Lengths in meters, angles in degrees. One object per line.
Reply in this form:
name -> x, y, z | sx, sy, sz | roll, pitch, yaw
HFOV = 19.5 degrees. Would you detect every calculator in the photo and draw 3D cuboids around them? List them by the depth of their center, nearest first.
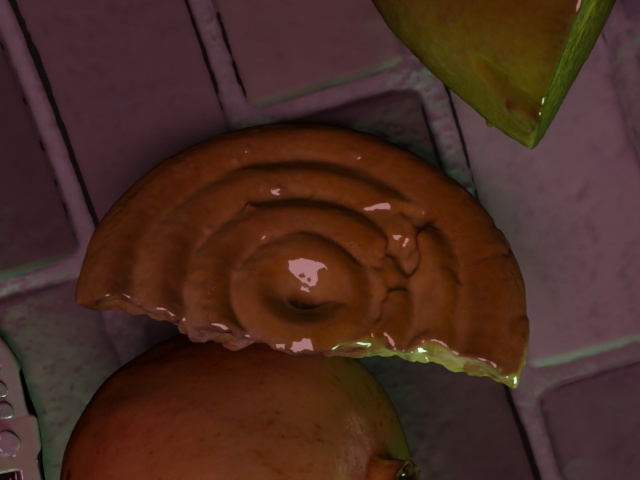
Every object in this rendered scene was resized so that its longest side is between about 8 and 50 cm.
calculator -> -0.203, 0.121, 1.021 | 0.103, 0.024, 0.165 | -8, 99, -23

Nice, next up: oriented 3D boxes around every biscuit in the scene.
biscuit -> 0.000, -0.001, 0.935 | 0.224, 0.144, 0.033 | 12, 147, 3

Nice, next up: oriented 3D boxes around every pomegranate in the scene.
pomegranate -> -0.039, 0.136, 0.953 | 0.191, 0.191, 0.191 | 1, 110, 3

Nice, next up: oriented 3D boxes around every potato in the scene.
potato -> 0.077, -0.164, 0.864 | 0.158, 0.178, 0.203 | 23, 124, 12
